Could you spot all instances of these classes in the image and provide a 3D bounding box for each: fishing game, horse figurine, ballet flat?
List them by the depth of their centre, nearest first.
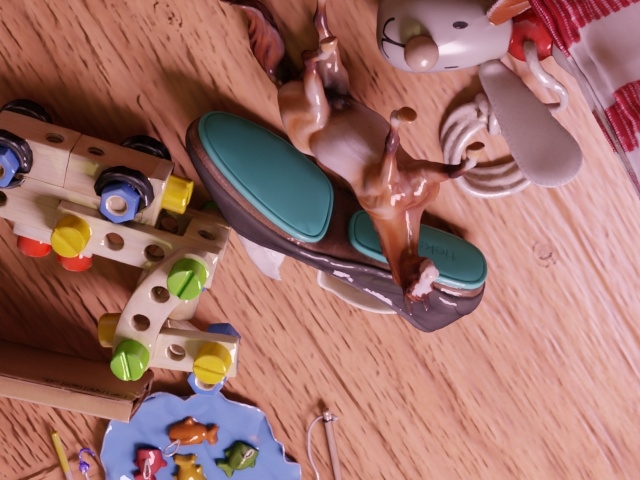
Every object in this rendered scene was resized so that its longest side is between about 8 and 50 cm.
[{"bbox_3d":[0.026,-0.087,1.489,0.263,0.066,0.174,47,153,14],"label":"horse figurine"},{"bbox_3d":[0.000,0.000,1.577,0.280,0.095,0.096,29,133,-10],"label":"ballet flat"},{"bbox_3d":[-0.108,0.211,1.750,0.264,0.041,0.189,-3,123,9],"label":"fishing game"}]

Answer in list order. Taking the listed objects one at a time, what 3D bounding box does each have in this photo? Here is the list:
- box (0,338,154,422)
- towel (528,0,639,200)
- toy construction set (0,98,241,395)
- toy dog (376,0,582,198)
[{"bbox_3d":[-0.247,0.111,1.641,0.201,0.164,0.021,12,95,1],"label":"box"},{"bbox_3d":[0.288,-0.145,1.338,0.237,0.037,0.329,-28,85,-8],"label":"towel"},{"bbox_3d":[-0.210,0.013,1.590,0.328,0.151,0.215,9,123,-10],"label":"toy construction set"},{"bbox_3d":[0.213,-0.118,1.430,0.334,0.161,0.220,-13,118,15],"label":"toy dog"}]
